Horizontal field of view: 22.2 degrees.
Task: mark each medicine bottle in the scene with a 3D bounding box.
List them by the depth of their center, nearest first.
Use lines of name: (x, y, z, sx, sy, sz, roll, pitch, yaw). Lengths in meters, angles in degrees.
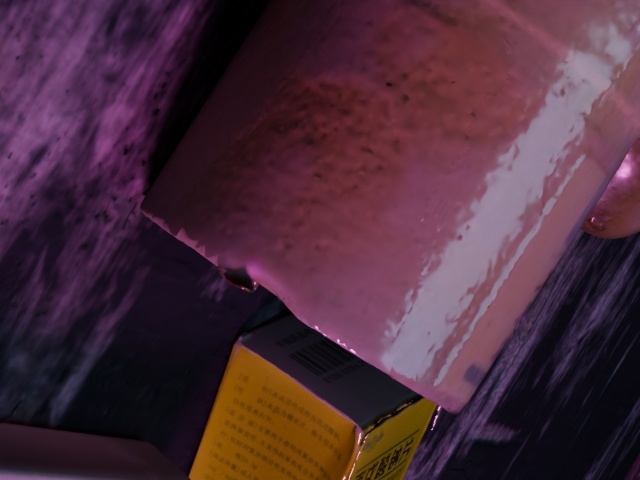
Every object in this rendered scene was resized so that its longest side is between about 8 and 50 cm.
medicine bottle: (0.094, -0.124, 0.988, 0.406, 0.235, 0.236, -57, 159, -1)
medicine bottle: (-0.016, 0.187, 1.302, 0.137, 0.141, 0.250, -20, 137, -52)

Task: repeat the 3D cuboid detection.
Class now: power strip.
power strip: (-0.180, 0.169, 1.021, 0.091, 0.062, 0.385, -57, 158, 3)

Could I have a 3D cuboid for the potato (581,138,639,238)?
potato: (0.322, -0.140, 1.487, 0.326, 0.221, 0.243, -24, 143, -48)
